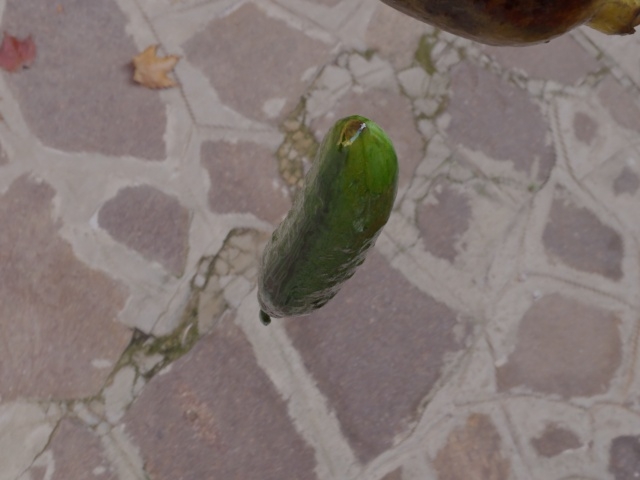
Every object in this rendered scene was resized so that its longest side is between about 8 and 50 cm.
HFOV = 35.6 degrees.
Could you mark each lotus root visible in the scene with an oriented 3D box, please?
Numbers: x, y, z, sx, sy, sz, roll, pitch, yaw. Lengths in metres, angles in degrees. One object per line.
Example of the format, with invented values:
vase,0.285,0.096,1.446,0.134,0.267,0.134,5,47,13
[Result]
lotus root,0.115,-0.235,0.729,0.314,0.169,0.141,25,40,-5

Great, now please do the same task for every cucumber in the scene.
cucumber,0.000,0.000,0.581,0.056,0.250,0.056,6,65,-13
